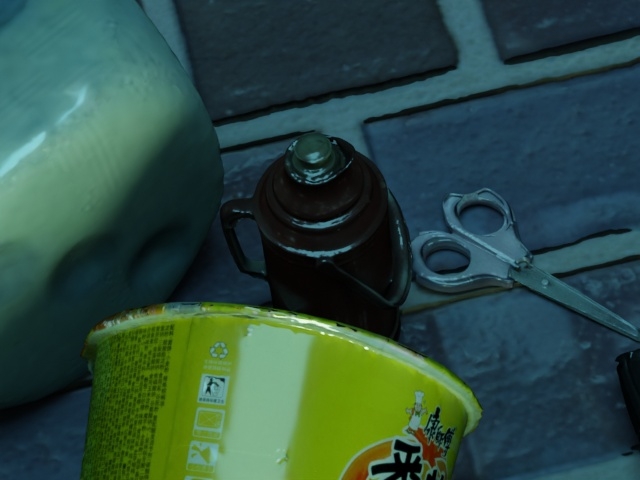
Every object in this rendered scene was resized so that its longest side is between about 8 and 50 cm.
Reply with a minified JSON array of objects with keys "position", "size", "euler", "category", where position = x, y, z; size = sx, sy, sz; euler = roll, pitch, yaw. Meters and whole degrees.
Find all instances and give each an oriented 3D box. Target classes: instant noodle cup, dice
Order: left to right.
[{"position":[-0.247,-0.060,1.204],"size":[0.262,0.268,0.265],"euler":[-40,63,-19],"category":"dice"},{"position":[-0.039,0.177,1.057],"size":[0.264,0.264,0.200],"euler":[6,67,9],"category":"instant noodle cup"}]

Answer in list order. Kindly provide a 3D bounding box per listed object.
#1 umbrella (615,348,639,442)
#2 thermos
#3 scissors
[{"position":[0.253,0.214,1.092],"size":[0.118,0.118,0.340],"euler":[-13,52,-3],"category":"umbrella"},{"position":[-0.001,0.003,1.162],"size":[0.124,0.232,0.099],"euler":[-4,58,4],"category":"thermos"},{"position":[0.158,0.028,1.260],"size":[0.189,0.015,0.100],"euler":[29,62,20],"category":"scissors"}]
